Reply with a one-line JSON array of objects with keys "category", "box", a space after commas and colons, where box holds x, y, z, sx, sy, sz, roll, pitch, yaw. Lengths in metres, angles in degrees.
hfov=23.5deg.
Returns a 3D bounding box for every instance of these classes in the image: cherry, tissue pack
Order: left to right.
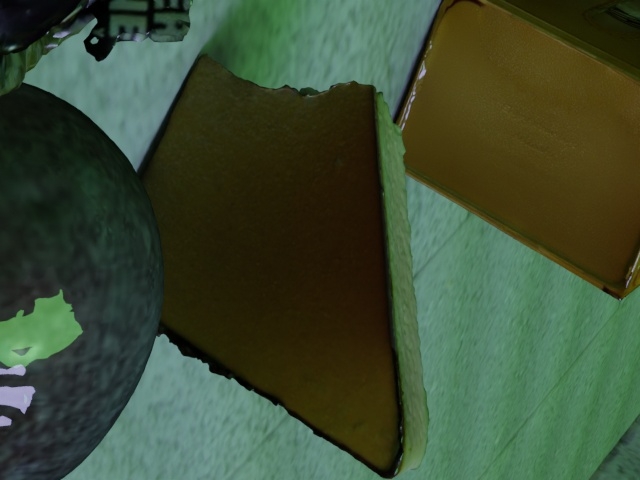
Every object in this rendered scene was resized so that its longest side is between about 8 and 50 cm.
[{"category": "cherry", "box": [-0.140, 0.020, 0.558, 0.176, 0.140, 0.176, -31, 146, -24]}, {"category": "tissue pack", "box": [0.204, -0.103, 1.062, 0.274, 0.194, 0.145, -28, 141, -52]}]

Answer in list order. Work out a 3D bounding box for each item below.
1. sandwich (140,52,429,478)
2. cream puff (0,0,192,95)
[{"category": "sandwich", "box": [0.000, 0.000, 0.759, 0.162, 0.193, 0.058, -61, 161, 12]}, {"category": "cream puff", "box": [-0.111, -0.108, 0.394, 0.183, 0.169, 0.183, -45, 155, -28]}]
